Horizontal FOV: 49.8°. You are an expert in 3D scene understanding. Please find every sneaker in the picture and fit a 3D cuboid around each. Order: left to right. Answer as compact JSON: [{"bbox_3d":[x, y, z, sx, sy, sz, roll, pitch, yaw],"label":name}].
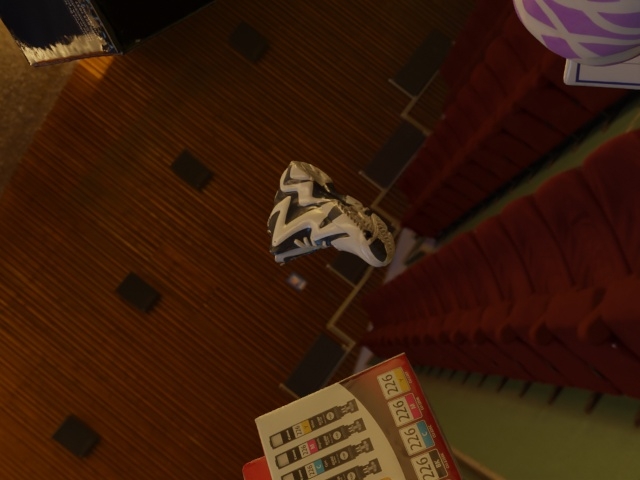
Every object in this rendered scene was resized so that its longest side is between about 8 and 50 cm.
[{"bbox_3d":[0.000,0.000,1.060,0.094,0.235,0.153,-5,-49,-56],"label":"sneaker"}]

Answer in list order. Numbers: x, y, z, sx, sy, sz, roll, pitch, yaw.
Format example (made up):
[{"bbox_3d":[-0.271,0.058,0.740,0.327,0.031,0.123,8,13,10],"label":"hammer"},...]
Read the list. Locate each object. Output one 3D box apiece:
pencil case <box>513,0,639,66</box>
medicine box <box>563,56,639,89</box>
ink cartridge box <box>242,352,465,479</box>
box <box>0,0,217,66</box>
[{"bbox_3d":[0.135,-0.146,0.263,0.088,0.086,0.206,-43,-11,-5],"label":"pencil case"},{"bbox_3d":[0.363,-0.279,0.577,0.149,0.264,0.289,-57,-31,-45],"label":"medicine box"},{"bbox_3d":[0.044,0.334,0.789,0.272,0.309,0.130,-25,-35,3],"label":"ink cartridge box"},{"bbox_3d":[-0.211,-0.346,0.780,0.296,0.182,0.294,-40,30,-26],"label":"box"}]
